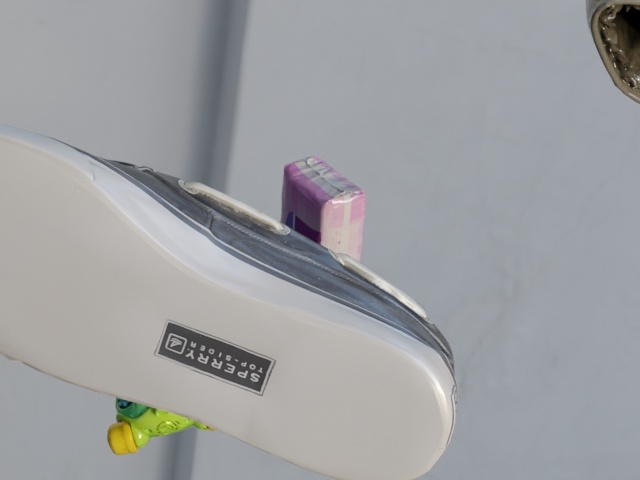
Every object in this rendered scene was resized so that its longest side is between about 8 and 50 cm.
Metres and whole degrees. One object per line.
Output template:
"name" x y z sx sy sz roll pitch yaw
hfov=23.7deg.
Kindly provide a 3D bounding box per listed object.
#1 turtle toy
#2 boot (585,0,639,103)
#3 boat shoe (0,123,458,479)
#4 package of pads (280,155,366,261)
"turtle toy" -0.115 0.115 1.149 0.095 0.066 0.130 -15 0 1
"boot" 0.147 -0.171 0.787 0.189 0.076 0.208 28 49 -13
"boat shoe" -0.069 0.018 0.757 0.301 0.108 0.102 23 23 -2
"package of pads" 0.000 0.000 0.854 0.032 0.083 0.050 -13 34 -27
